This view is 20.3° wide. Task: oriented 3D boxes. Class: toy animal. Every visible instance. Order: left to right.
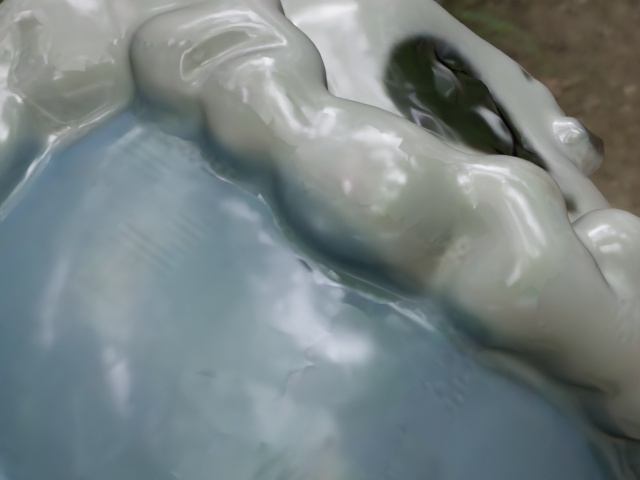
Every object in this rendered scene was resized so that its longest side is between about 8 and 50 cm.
[{"bbox_3d":[0.001,0.046,0.419,0.204,0.208,0.156,-49,49,-8],"label":"toy animal"}]
